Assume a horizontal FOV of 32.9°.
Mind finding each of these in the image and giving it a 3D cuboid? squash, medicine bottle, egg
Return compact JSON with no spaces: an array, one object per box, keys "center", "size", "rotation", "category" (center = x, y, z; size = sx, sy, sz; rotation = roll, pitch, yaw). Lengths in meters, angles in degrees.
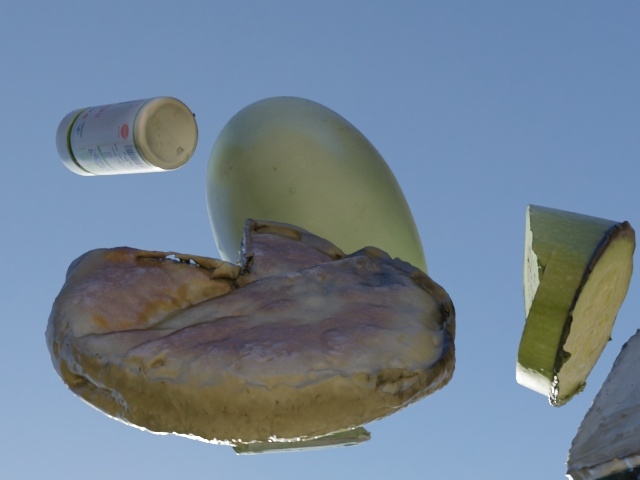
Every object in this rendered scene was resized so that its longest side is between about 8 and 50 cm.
[{"center":[0.259,0.069,1.208],"size":[0.133,0.220,0.220],"rotation":[17,-59,21],"category":"squash"},{"center":[-0.230,-0.121,1.282],"size":[0.086,0.183,0.086],"rotation":[-1,-89,-44],"category":"medicine bottle"},{"center":[0.000,0.000,1.297],"size":[0.230,0.230,0.371],"rotation":[-28,-98,2],"category":"egg"}]

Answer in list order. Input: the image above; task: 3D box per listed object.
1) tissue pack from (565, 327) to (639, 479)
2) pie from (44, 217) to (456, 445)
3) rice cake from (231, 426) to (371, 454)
[{"center":[0.433,0.210,0.796],"size":[0.416,0.253,0.264],"rotation":[45,-41,-2],"category":"tissue pack"},{"center":[-0.048,0.069,0.874],"size":[0.338,0.337,0.075],"rotation":[-2,-64,-14],"category":"pie"},{"center":[-0.019,0.215,1.198],"size":[0.208,0.033,0.033],"rotation":[9,-41,-47],"category":"rice cake"}]
